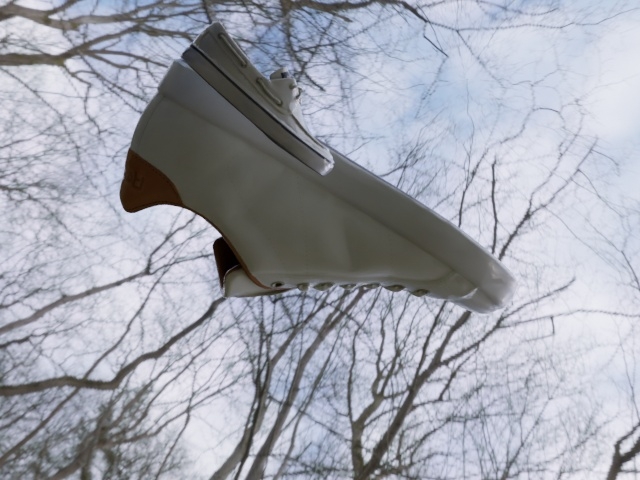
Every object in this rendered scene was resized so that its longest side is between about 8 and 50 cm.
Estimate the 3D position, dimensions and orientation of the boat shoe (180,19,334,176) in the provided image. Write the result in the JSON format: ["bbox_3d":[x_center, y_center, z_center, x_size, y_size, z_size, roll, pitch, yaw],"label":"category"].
[{"bbox_3d":[-0.026,-0.076,0.395,0.100,0.035,0.035,41,-88,-8],"label":"boat shoe"}]

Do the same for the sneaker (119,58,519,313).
[{"bbox_3d":[0.000,0.000,0.513,0.290,0.106,0.123,28,-85,-18],"label":"sneaker"}]
